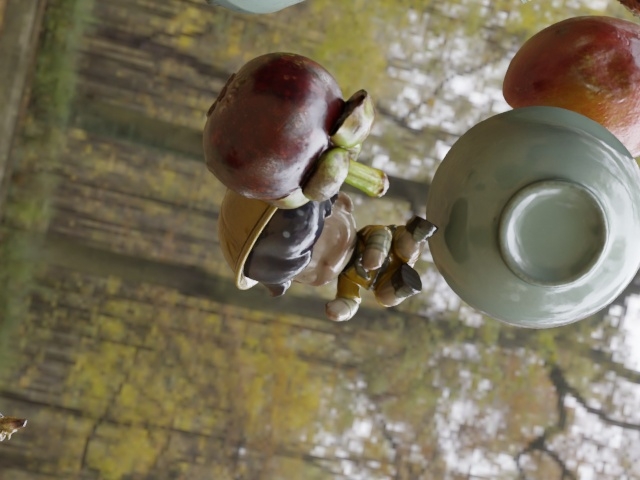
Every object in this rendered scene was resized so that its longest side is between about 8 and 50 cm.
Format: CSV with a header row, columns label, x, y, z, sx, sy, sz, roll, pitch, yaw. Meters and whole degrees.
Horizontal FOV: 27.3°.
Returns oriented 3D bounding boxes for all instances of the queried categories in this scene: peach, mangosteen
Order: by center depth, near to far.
label,x,y,z,sx,sy,sz,roll,pitch,yaw
mangosteen,-0.026,-0.090,1.266,0.146,0.181,0.156,-38,176,-39
peach,0.370,-0.210,1.789,0.243,0.244,0.199,117,-29,-53

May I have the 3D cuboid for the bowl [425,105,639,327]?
label,x,y,z,sx,sy,sz,roll,pitch,yaw
bowl,0.277,-0.017,1.619,0.146,0.289,0.289,-88,-167,-80

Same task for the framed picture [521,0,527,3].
label,x,y,z,sx,sy,sz,roll,pitch,yaw
framed picture,0.238,-0.362,1.386,0.197,0.014,0.252,-56,156,9

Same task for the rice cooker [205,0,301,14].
label,x,y,z,sx,sy,sz,roll,pitch,yaw
rice cooker,-0.002,-0.346,1.160,0.317,0.264,0.316,-20,-125,30

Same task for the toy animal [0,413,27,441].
label,x,y,z,sx,sy,sz,roll,pitch,yaw
toy animal,-0.527,0.187,1.910,0.054,0.149,0.275,-78,160,-53

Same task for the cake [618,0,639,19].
label,x,y,z,sx,sy,sz,roll,pitch,yaw
cake,0.402,-0.205,1.273,0.116,0.220,0.086,-46,159,7

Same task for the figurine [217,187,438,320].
label,x,y,z,sx,sy,sz,roll,pitch,yaw
figurine,-0.001,-0.002,1.613,0.192,0.257,0.167,-63,-164,12
